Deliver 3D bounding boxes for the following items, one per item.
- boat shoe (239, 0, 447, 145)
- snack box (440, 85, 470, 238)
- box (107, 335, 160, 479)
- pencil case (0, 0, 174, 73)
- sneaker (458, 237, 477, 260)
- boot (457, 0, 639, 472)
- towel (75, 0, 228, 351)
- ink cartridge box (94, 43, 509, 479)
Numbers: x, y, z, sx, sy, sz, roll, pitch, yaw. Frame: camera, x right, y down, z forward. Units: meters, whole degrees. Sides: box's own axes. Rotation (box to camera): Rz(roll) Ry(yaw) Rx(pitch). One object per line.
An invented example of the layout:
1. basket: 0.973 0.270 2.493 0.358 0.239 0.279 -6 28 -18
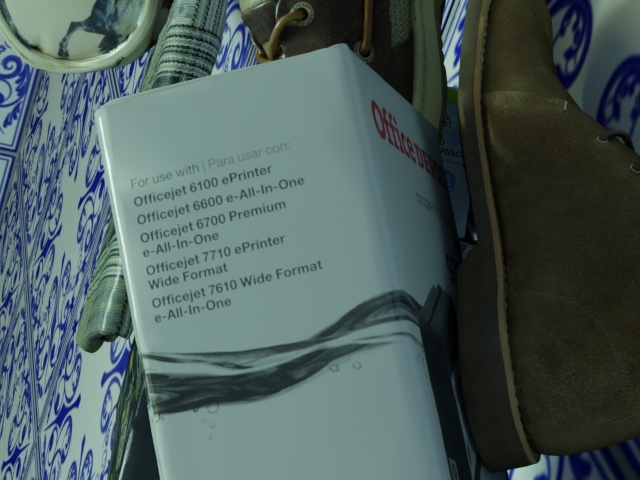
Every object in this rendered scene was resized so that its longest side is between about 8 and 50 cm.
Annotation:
1. boat shoe: 0.006 -0.125 1.012 0.123 0.123 0.342 165 117 -70
2. snack box: 0.038 0.003 1.162 0.174 0.070 0.207 165 116 -70
3. box: -0.107 0.072 1.422 0.395 0.097 0.318 -110 36 -77
4. pencil case: -0.184 -0.291 1.653 0.410 0.159 0.184 -58 -20 -65
5. sneaker: 0.087 0.041 0.972 0.215 0.083 0.084 -157 82 -70
6. boot: 0.131 -0.023 0.862 0.112 0.115 0.305 61 -158 -49
7. towel: -0.145 -0.054 1.449 0.324 0.056 0.312 156 128 -77
8. ink cartridge box: 0.010 0.083 0.816 0.223 0.129 0.307 24 -126 -74
